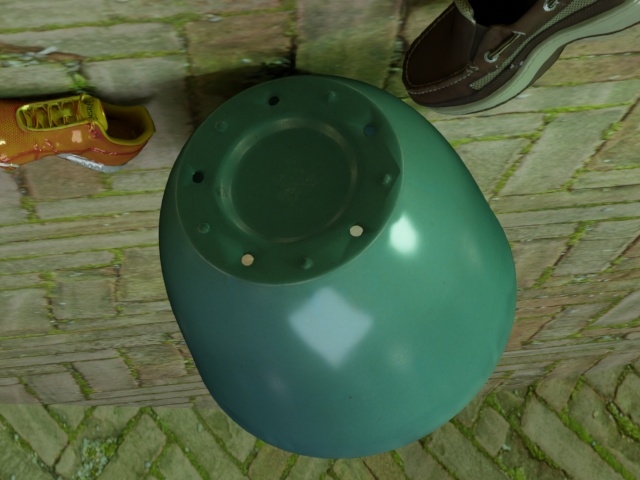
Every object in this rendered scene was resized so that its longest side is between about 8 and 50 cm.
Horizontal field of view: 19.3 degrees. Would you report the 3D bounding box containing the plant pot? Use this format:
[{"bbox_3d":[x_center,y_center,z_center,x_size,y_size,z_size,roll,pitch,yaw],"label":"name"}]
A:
[{"bbox_3d":[0.000,0.000,1.532,0.293,0.293,0.235,-9,152,10],"label":"plant pot"}]

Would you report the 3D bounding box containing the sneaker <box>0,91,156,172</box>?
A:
[{"bbox_3d":[-0.211,-0.095,1.493,0.175,0.064,0.067,-3,148,-43],"label":"sneaker"}]

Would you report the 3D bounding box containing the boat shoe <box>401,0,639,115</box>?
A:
[{"bbox_3d":[0.126,-0.165,1.285,0.095,0.095,0.257,17,150,-31],"label":"boat shoe"}]
